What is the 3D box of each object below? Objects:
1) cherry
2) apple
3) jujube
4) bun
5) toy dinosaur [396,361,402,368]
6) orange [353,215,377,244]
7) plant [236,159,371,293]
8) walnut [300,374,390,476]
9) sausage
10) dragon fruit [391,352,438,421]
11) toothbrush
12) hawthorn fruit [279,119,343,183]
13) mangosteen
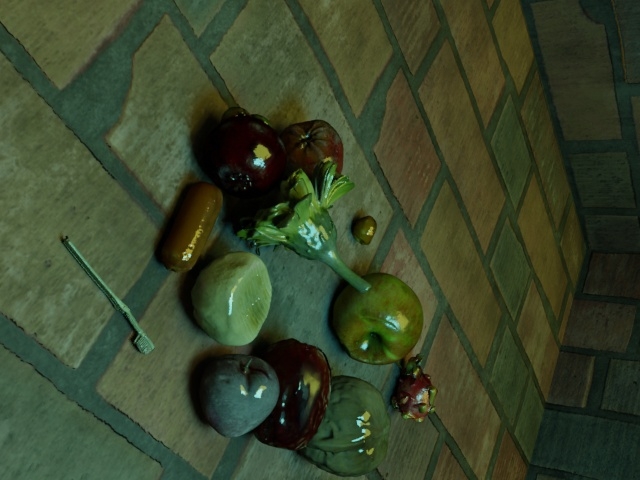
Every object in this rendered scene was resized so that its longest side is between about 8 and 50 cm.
[{"bbox_3d":[-0.169,0.320,1.481,0.176,0.140,0.176,-8,117,-16],"label":"cherry"},{"bbox_3d":[0.153,0.207,1.911,0.226,0.246,0.246,-68,145,-56],"label":"apple"},{"bbox_3d":[-0.071,0.344,1.599,0.183,0.183,0.243,22,79,-54],"label":"jujube"},{"bbox_3d":[-0.188,0.120,1.464,0.178,0.128,0.193,-57,147,-36],"label":"bun"},{"bbox_3d":[0.237,0.352,2.176,0.041,0.026,0.113,-61,140,-30],"label":"toy dinosaur"},{"bbox_3d":[0.122,-0.032,1.947,0.086,0.062,0.086,-157,-90,-88],"label":"orange"},{"bbox_3d":[-0.044,-0.011,1.530,0.306,0.261,0.297,-40,116,-60],"label":"plant"},{"bbox_3d":[0.062,0.460,1.760,0.248,0.248,0.248,-6,98,-55],"label":"walnut"},{"bbox_3d":[-0.253,-0.026,1.397,0.076,0.076,0.197,47,55,-46],"label":"sausage"},{"bbox_3d":[0.293,0.451,2.180,0.133,0.150,0.207,13,75,-23],"label":"dragon fruit"},{"bbox_3d":[-0.376,0.103,1.273,0.028,0.026,0.294,-53,133,-38],"label":"toothbrush"},{"bbox_3d":[-0.026,-0.191,1.640,0.173,0.173,0.172,-6,98,-55],"label":"hawthorn fruit"},{"bbox_3d":[-0.154,-0.186,1.459,0.200,0.200,0.199,-6,98,-55],"label":"mangosteen"}]
